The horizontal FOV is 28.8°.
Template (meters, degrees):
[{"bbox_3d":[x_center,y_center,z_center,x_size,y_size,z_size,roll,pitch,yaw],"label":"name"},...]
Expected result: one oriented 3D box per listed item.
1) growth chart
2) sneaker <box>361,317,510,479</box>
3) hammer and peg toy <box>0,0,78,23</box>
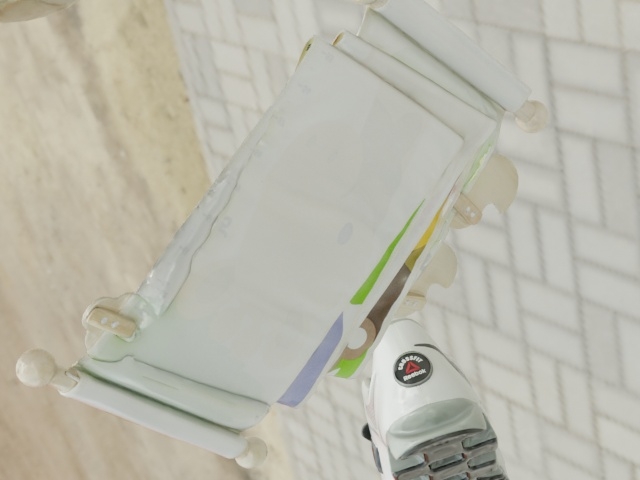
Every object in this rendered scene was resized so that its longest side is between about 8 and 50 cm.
[{"bbox_3d":[0.000,0.000,0.549,0.021,0.237,0.172,37,178,44],"label":"growth chart"},{"bbox_3d":[0.103,0.178,1.170,0.330,0.122,0.146,82,170,-59],"label":"sneaker"},{"bbox_3d":[-0.170,-0.113,0.347,0.361,0.266,0.127,-19,89,19],"label":"hammer and peg toy"}]
